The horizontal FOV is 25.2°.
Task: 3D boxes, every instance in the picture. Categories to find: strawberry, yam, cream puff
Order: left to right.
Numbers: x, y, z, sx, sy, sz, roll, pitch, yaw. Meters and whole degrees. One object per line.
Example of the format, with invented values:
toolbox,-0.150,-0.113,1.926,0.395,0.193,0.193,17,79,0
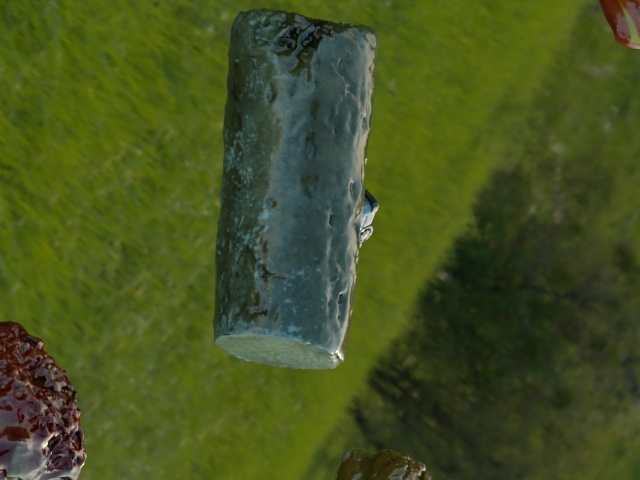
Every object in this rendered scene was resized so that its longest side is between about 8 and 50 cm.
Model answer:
strawberry,-0.336,0.180,1.473,0.187,0.201,0.184,-2,162,-10
yam,-0.015,-0.024,0.715,0.078,0.078,0.179,8,88,-54
cream puff,0.050,0.244,1.219,0.126,0.103,0.144,-62,167,-68

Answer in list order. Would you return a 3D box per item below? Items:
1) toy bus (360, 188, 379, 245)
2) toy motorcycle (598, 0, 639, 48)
toy bus,0.000,0.000,1.382,0.075,0.060,0.123,-20,144,-41
toy motorcycle,0.266,-0.246,1.197,0.089,0.298,0.171,-28,156,23
